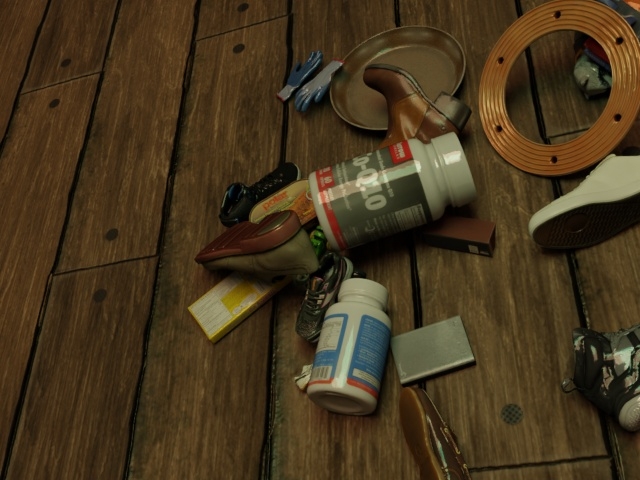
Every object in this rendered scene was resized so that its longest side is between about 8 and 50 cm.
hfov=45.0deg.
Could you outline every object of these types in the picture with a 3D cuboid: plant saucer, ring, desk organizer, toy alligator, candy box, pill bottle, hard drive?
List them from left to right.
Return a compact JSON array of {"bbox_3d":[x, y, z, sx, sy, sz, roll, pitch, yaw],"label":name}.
[{"bbox_3d":[-0.163,0.109,1.572,0.206,0.027,0.105,-39,47,-6],"label":"candy box"},{"bbox_3d":[0.000,0.000,1.561,0.056,0.051,0.189,21,68,34],"label":"toy alligator"},{"bbox_3d":[0.058,0.184,1.362,0.124,0.124,0.221,1,58,24],"label":"pill bottle"},{"bbox_3d":[0.134,-0.095,1.441,0.283,0.161,0.161,-19,52,8],"label":"pill bottle"},{"bbox_3d":[0.175,-0.355,1.735,0.311,0.050,0.310,-12,53,16],"label":"plant saucer"},{"bbox_3d":[0.195,0.195,1.360,0.135,0.022,0.094,-20,52,10],"label":"hard drive"},{"bbox_3d":[0.266,-0.012,1.458,0.130,0.047,0.050,11,60,29],"label":"desk organizer"},{"bbox_3d":[0.454,-0.290,1.476,0.337,0.032,0.336,-3,86,43],"label":"ring"}]

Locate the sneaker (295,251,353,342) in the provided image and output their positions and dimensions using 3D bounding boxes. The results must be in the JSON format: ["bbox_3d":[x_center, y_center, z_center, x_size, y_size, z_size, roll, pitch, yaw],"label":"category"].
[{"bbox_3d":[-0.005,0.097,1.430,0.072,0.077,0.178,13,72,26],"label":"sneaker"}]

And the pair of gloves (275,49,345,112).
[{"bbox_3d":[-0.027,-0.379,1.829,0.159,0.023,0.198,-49,35,-2],"label":"pair of gloves"}]

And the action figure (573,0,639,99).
[{"bbox_3d":[0.646,-0.394,1.528,0.330,0.178,0.341,-42,81,-1],"label":"action figure"}]

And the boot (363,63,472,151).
[{"bbox_3d":[0.133,-0.204,1.596,0.264,0.096,0.280,34,90,18],"label":"boot"}]

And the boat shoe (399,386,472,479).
[{"bbox_3d":[0.187,0.331,1.246,0.073,0.073,0.206,1,52,-22],"label":"boat shoe"}]

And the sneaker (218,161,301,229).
[{"bbox_3d":[-0.128,-0.105,1.645,0.079,0.121,0.216,25,70,34],"label":"sneaker"}]

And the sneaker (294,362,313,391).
[{"bbox_3d":[-0.014,0.235,1.416,0.083,0.032,0.037,-44,52,-10],"label":"sneaker"}]

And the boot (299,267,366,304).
[{"bbox_3d":[0.023,0.101,1.487,0.121,0.045,0.099,2,59,27],"label":"boot"}]

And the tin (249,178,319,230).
[{"bbox_3d":[-0.061,-0.061,1.607,0.190,0.040,0.106,-32,63,-22],"label":"tin"}]

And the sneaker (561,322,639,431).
[{"bbox_3d":[0.484,0.152,1.212,0.153,0.101,0.268,25,72,32],"label":"sneaker"}]

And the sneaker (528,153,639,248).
[{"bbox_3d":[0.497,-0.078,1.380,0.290,0.105,0.123,-20,41,1],"label":"sneaker"}]

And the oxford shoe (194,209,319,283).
[{"bbox_3d":[-0.133,0.038,1.501,0.123,0.130,0.348,-43,18,-29],"label":"oxford shoe"}]
